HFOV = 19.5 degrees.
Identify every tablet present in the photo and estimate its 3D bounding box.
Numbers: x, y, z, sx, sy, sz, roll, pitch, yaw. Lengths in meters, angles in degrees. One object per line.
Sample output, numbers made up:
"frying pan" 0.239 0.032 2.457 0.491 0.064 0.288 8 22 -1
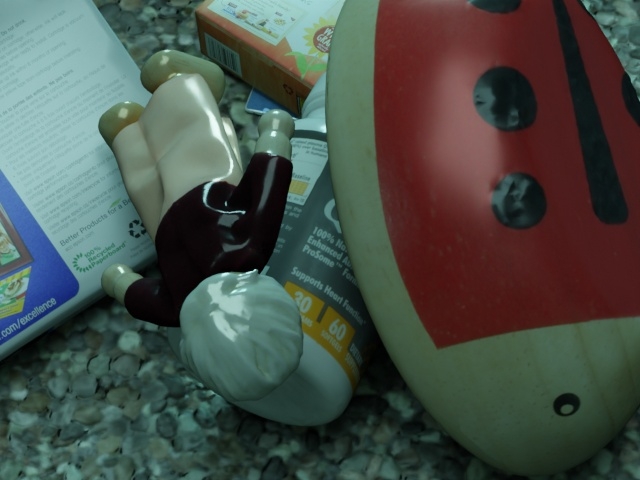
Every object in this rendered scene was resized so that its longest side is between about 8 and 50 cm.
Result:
"tablet" -0.033 -0.148 1.723 0.054 0.006 0.083 12 59 12

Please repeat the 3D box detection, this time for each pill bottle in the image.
"pill bottle" 0.000 0.000 1.538 0.162 0.162 0.278 19 62 16

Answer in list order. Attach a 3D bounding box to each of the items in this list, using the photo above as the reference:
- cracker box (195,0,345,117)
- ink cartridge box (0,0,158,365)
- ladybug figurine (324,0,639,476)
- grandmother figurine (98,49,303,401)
"cracker box" 0.019 -0.225 1.726 0.156 0.067 0.232 35 64 23
"ink cartridge box" -0.284 -0.069 1.594 0.304 0.072 0.307 -34 85 -14
"ladybug figurine" 0.155 -0.045 1.459 0.305 0.162 0.449 -6 76 -43
"grandmother figurine" -0.084 -0.013 1.418 0.104 0.208 0.342 19 31 -30
